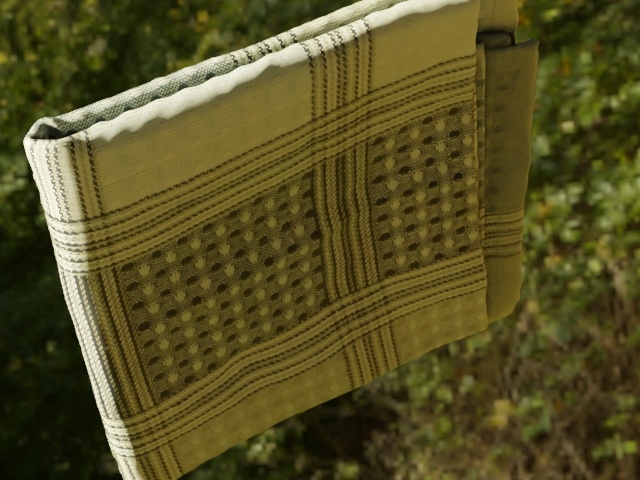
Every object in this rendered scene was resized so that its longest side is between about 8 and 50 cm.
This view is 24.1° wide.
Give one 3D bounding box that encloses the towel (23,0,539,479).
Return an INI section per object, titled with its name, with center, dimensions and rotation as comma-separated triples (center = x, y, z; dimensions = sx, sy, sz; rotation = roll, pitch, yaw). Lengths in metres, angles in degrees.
[towel]
center = 0.000, 0.000, 0.935
dimensions = 0.324, 0.056, 0.312
rotation = -25, -45, -19
